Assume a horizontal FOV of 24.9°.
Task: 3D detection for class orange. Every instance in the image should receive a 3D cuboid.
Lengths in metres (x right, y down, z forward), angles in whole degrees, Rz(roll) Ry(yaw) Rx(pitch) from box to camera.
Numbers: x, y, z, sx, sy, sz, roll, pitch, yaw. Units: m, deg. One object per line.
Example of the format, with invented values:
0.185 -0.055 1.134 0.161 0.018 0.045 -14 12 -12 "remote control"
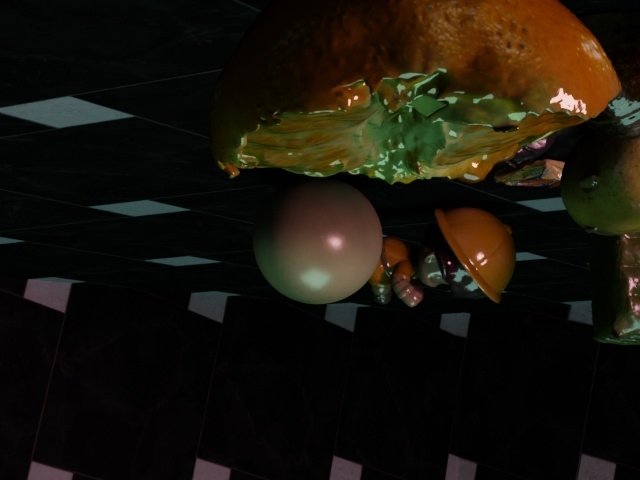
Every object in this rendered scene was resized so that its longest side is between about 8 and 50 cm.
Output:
0.076 -0.136 1.186 0.335 0.196 0.262 3 -173 4 "orange"

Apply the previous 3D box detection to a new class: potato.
0.379 -0.085 1.712 0.197 0.148 0.228 -40 178 7 "potato"

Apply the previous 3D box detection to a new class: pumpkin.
0.305 -0.152 1.410 0.183 0.107 0.119 5 165 -44 "pumpkin"

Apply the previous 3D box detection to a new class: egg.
0.000 0.000 2.155 0.189 0.188 0.254 -3 178 16 "egg"

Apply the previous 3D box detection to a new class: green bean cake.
0.508 0.038 2.255 0.156 0.246 0.250 0 171 -1 "green bean cake"

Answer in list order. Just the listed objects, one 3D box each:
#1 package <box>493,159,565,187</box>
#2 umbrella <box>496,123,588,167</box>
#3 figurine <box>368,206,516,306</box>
0.321 -0.094 2.070 0.121 0.031 0.108 4 171 -35 "package"
0.199 -0.135 1.590 0.118 0.118 0.340 -7 179 39 "umbrella"
0.201 0.028 2.445 0.257 0.167 0.192 -4 -165 13 "figurine"
